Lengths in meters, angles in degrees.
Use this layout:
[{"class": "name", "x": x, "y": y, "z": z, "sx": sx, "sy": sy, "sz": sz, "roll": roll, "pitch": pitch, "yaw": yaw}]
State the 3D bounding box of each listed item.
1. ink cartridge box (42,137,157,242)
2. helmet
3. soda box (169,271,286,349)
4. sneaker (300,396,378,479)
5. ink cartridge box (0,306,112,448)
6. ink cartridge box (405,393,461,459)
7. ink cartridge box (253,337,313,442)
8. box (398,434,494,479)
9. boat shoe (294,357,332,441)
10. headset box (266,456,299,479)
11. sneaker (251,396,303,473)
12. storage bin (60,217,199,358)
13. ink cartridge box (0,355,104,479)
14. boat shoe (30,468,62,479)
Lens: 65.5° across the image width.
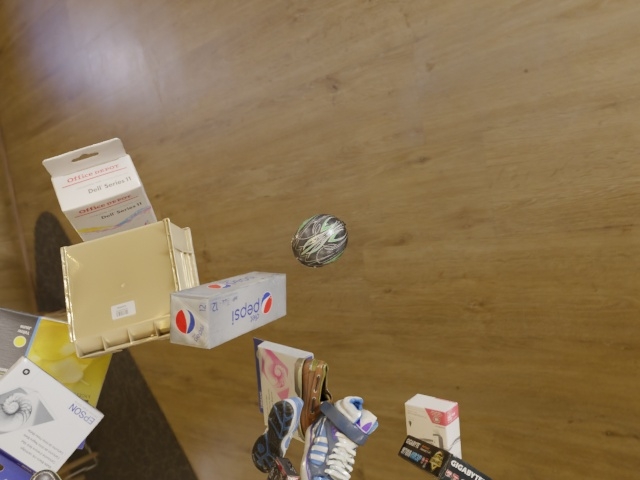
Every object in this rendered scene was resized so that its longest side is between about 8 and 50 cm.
[{"class": "ink cartridge box", "x": -0.586, "y": -0.105, "z": 1.370, "sx": 0.119, "sy": 0.207, "sz": 0.353, "roll": 61, "pitch": 163, "yaw": 22}, {"class": "helmet", "x": 0.000, "y": 0.000, "z": 1.508, "sx": 0.170, "sy": 0.161, "sz": 0.169, "roll": 3, "pitch": 100, "yaw": 16}, {"class": "soda box", "x": -0.174, "y": 0.131, "z": 1.003, "sx": 0.091, "sy": 0.286, "sz": 0.097, "roll": 3, "pitch": 97, "yaw": 24}, {"class": "sneaker", "x": 0.066, "y": 0.593, "z": 1.430, "sx": 0.130, "sy": 0.322, "sz": 0.236, "roll": 40, "pitch": 108, "yaw": -19}, {"class": "ink cartridge box", "x": -0.711, "y": 0.350, "z": 1.258, "sx": 0.072, "sy": 0.304, "sz": 0.306, "roll": 149, "pitch": 135, "yaw": -67}, {"class": "ink cartridge box", "x": 0.376, "y": 0.646, "z": 1.667, "sx": 0.159, "sy": 0.092, "sz": 0.217, "roll": -1, "pitch": 98, "yaw": 42}, {"class": "ink cartridge box", "x": -0.153, "y": 0.551, "z": 1.856, "sx": 0.330, "sy": 0.072, "sz": 0.323, "roll": 3, "pitch": 101, "yaw": 41}, {"class": "box", "x": 0.259, "y": 0.443, "z": 0.925, "sx": 0.175, "sy": 0.051, "sz": 0.220, "roll": 33, "pitch": 163, "yaw": 0}, {"class": "boat shoe", "x": -0.018, "y": 0.525, "z": 1.603, "sx": 0.105, "sy": 0.110, "sz": 0.306, "roll": 1, "pitch": 112, "yaw": 15}, {"class": "headset box", "x": -0.079, "y": 0.488, "z": 1.011, "sx": 0.062, "sy": 0.032, "sz": 0.083, "roll": 27, "pitch": 94, "yaw": 60}, {"class": "sneaker", "x": -0.096, "y": 0.466, "z": 1.190, "sx": 0.080, "sy": 0.081, "sz": 0.211, "roll": 33, "pitch": 107, "yaw": 22}, {"class": "storage bin", "x": -0.421, "y": 0.111, "z": 1.129, "sx": 0.263, "sy": 0.123, "sz": 0.260, "roll": -15, "pitch": 75, "yaw": 3}, {"class": "ink cartridge box", "x": -0.625, "y": 0.400, "z": 1.052, "sx": 0.223, "sy": 0.224, "sz": 0.045, "roll": 48, "pitch": 152, "yaw": -21}, {"class": "boat shoe", "x": -0.393, "y": 0.411, "z": 0.731, "sx": 0.152, "sy": 0.056, "sz": 0.049, "roll": 63, "pitch": 143, "yaw": 20}]
